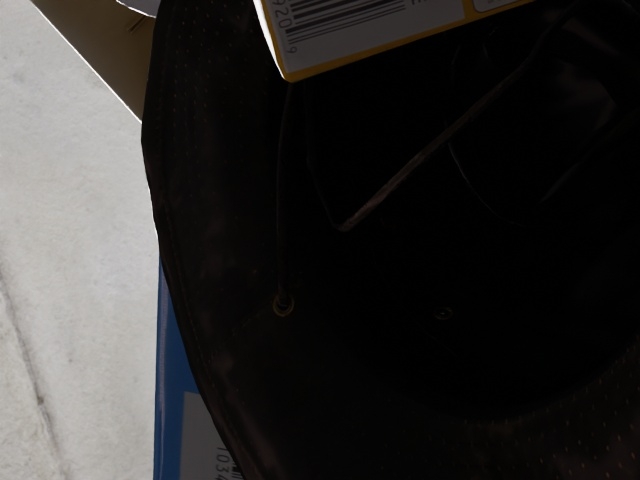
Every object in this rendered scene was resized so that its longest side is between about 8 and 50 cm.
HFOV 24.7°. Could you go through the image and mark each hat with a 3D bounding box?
[{"bbox_3d":[0.077,-0.025,0.542,0.134,0.331,0.331,9,-126,-46],"label":"hat"}]

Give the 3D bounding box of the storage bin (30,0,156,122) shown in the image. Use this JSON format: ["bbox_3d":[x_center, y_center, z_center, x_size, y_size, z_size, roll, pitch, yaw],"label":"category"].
[{"bbox_3d":[-0.119,-0.183,1.083,0.262,0.123,0.260,49,171,-27],"label":"storage bin"}]

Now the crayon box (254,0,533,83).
[{"bbox_3d":[0.029,-0.184,0.282,0.081,0.165,0.278,-109,2,-52],"label":"crayon box"}]

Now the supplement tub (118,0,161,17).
[{"bbox_3d":[-0.061,-0.293,0.719,0.325,0.235,0.235,81,173,-49],"label":"supplement tub"}]

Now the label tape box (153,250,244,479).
[{"bbox_3d":[0.000,0.000,0.837,0.348,0.115,0.249,-67,-17,-61],"label":"label tape box"}]

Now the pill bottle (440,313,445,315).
[{"bbox_3d":[0.126,0.053,0.870,0.208,0.117,0.118,73,178,-54],"label":"pill bottle"}]
